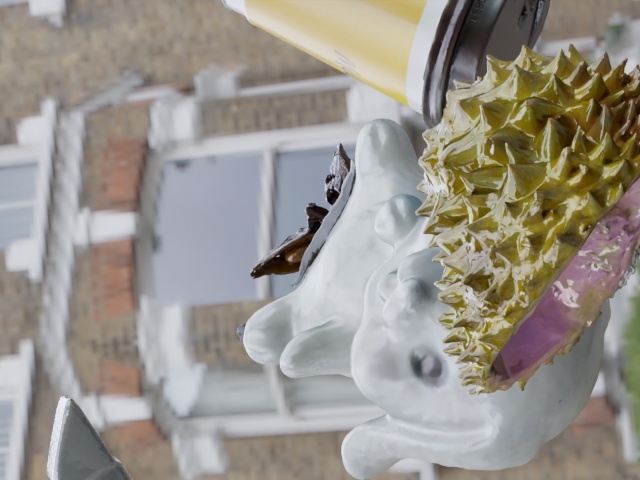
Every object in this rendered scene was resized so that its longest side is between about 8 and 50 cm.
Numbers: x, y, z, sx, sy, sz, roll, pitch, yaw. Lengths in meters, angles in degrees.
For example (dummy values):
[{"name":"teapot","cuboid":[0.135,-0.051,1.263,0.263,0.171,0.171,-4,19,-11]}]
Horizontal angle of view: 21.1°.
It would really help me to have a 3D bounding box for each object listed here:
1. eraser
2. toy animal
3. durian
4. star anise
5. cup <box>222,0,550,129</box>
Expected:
[{"name":"eraser","cuboid":[-0.120,0.280,1.336,0.352,0.061,0.089,57,168,-4]},{"name":"toy animal","cuboid":[0.079,0.060,1.193,0.174,0.249,0.289,27,-155,-22]},{"name":"durian","cuboid":[0.118,-0.009,0.893,0.182,0.132,0.165,145,134,-66]},{"name":"star anise","cuboid":[0.003,0.003,1.772,0.157,0.053,0.212,-48,-26,-9]},{"name":"cup","cuboid":[0.059,-0.223,1.569,0.196,0.279,0.196,-56,-19,-32]}]
